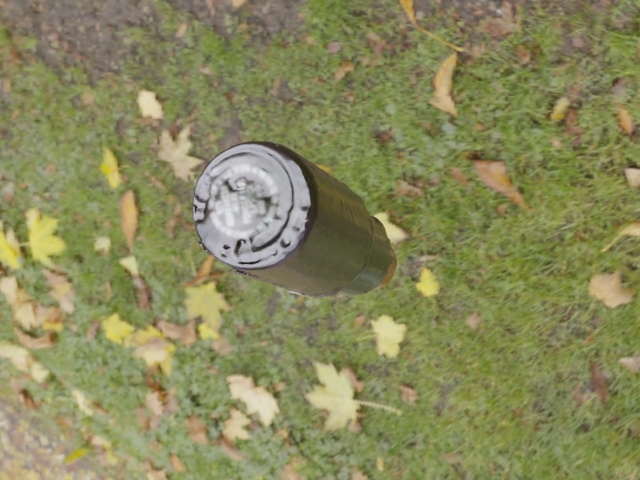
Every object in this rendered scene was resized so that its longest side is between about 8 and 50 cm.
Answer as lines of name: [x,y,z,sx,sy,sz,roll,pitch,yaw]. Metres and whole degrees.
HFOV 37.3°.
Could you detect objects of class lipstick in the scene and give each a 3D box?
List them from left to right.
lipstick: [0.000,0.000,0.641,0.081,0.299,0.081,-2,81,14]
